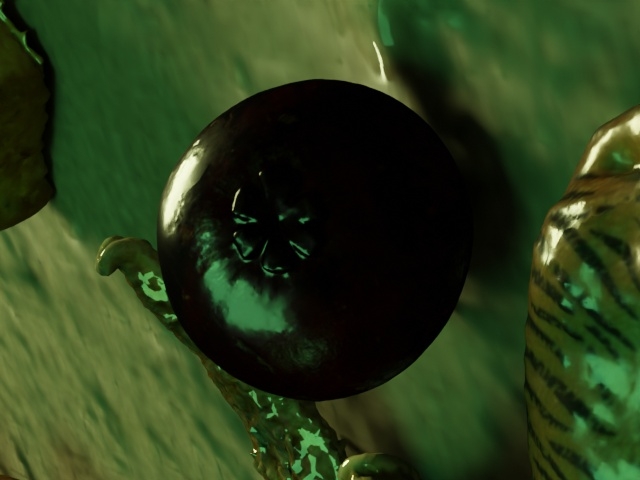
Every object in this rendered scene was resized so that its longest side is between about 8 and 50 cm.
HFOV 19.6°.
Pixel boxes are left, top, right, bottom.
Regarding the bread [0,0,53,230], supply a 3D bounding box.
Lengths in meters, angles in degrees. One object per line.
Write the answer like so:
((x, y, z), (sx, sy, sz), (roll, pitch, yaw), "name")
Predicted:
((-0.169, -0.084, 0.683), (0.187, 0.065, 0.103), (54, 156, 17), "bread")

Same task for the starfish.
((0.010, 0.098, 0.562), (0.295, 0.048, 0.231), (25, 147, 52), "starfish")

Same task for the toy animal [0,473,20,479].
((-0.097, 0.180, 0.783), (0.188, 0.089, 0.179), (58, 170, 1), "toy animal")

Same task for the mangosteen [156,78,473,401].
((-0.001, 0.000, 0.462), (0.081, 0.081, 0.081), (39, 144, 36), "mangosteen")

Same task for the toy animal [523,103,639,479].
((0.076, 0.050, 0.381), (0.099, 0.057, 0.241), (23, 122, 49), "toy animal")
